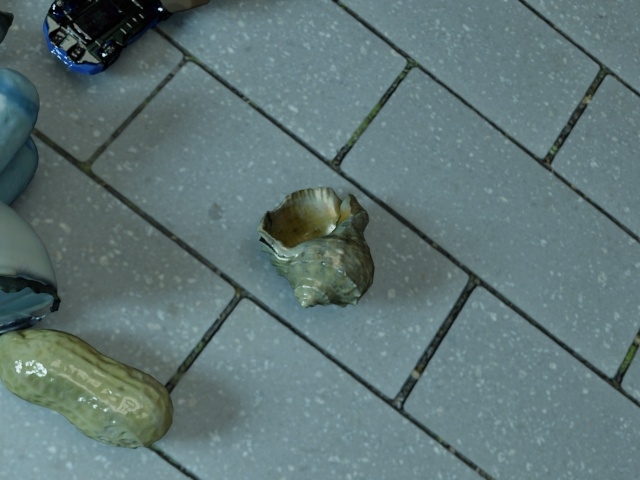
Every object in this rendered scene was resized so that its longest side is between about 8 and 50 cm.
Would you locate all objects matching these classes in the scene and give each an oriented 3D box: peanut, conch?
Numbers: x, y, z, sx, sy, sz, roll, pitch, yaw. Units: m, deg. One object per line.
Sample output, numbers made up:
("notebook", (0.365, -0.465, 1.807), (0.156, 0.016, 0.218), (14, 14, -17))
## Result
("peanut", (-0.266, 0.164, 1.017), (0.214, 0.098, 0.090), (31, 59, -2))
("conch", (0.000, 0.000, 1.138), (0.155, 0.130, 0.207), (36, 50, -18))

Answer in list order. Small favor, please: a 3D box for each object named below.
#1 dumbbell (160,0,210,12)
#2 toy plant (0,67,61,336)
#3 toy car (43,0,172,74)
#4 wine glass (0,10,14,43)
("dumbbell", (-0.121, -0.371, 1.221), (0.231, 0.082, 0.092), (-27, 81, -37))
("toy plant", (-0.410, -0.069, 0.985), (0.247, 0.247, 0.332), (-4, 70, -19))
("toy car", (-0.271, -0.294, 1.183), (0.103, 0.063, 0.216), (42, 50, -6))
("wine glass", (-0.482, -0.315, 1.097), (0.222, 0.103, 0.103), (46, 65, 6))
